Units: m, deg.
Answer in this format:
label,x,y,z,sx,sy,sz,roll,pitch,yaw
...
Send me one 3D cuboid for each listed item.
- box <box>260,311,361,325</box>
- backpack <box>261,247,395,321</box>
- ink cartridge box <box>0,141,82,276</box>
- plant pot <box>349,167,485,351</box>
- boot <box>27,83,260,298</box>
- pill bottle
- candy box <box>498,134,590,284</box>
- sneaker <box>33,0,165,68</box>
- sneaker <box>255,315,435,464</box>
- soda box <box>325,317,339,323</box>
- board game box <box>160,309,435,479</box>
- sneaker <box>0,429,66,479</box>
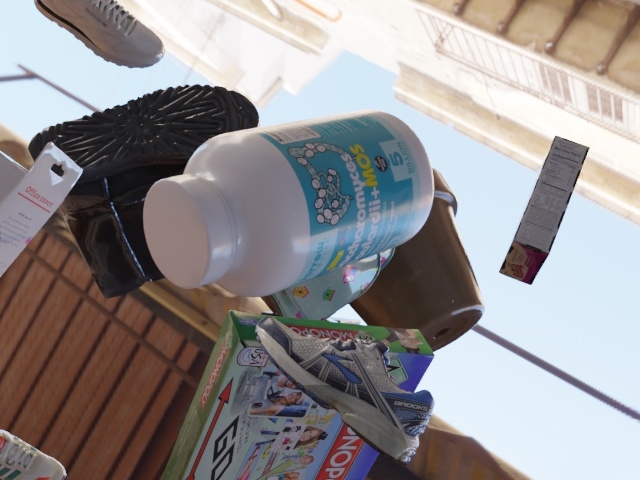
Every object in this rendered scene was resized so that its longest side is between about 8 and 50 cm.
label,x,y,z,sx,sy,sz,roll,pitch,yaw
box,-0.022,0.199,1.567,0.180,0.147,0.077,4,-93,20
backpack,0.000,0.000,0.922,0.188,0.166,0.144,-37,-155,-16
ink cartridge box,-0.365,-0.033,0.814,0.067,0.115,0.198,36,-99,7
plant pot,0.131,0.051,1.124,0.263,0.263,0.229,-34,-116,10
boot,-0.284,-0.067,1.336,0.367,0.445,0.146,-12,-121,-9
pill bottle,-0.026,-0.035,0.674,0.146,0.264,0.146,18,-63,41
candy box,0.411,-0.054,1.352,0.071,0.159,0.233,23,-111,13
sneaker,-0.368,-0.377,1.235,0.095,0.235,0.090,-38,-150,54
sneaker,0.017,0.087,0.488,0.135,0.052,0.058,35,-102,18
soda box,-0.046,0.243,1.177,0.083,0.092,0.263,29,-91,-8
board game box,-0.042,0.217,0.755,0.317,0.214,0.046,-66,-149,25
sneaker,-0.436,0.305,1.028,0.161,0.075,0.057,18,-125,18
